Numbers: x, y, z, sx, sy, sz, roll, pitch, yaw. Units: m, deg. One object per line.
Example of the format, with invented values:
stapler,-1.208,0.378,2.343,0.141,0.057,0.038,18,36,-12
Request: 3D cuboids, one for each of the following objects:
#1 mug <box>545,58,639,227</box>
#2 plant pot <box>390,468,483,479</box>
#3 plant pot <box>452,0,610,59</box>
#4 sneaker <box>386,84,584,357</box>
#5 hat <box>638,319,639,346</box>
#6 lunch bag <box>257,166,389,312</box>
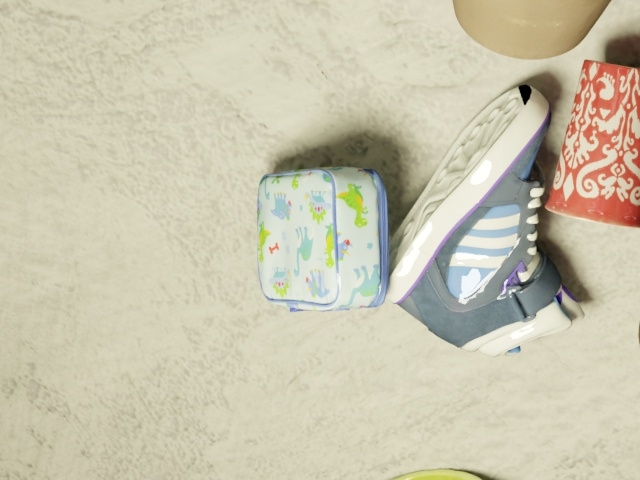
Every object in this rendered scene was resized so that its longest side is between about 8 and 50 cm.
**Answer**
mug,0.326,-0.109,1.603,0.113,0.150,0.169,14,101,30
plant pot,0.162,0.493,1.942,0.276,0.276,0.254,-10,124,28
plant pot,0.227,-0.313,1.475,0.263,0.263,0.229,20,141,13
sneaker,0.237,-0.004,1.713,0.236,0.130,0.323,29,114,-14
hat,0.517,0.157,1.653,0.331,0.134,0.331,10,120,19
lunch bag,0.000,0.000,1.749,0.219,0.090,0.176,-1,91,62
